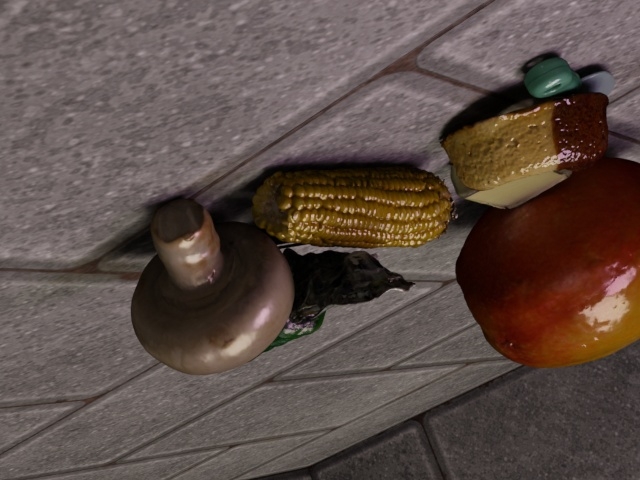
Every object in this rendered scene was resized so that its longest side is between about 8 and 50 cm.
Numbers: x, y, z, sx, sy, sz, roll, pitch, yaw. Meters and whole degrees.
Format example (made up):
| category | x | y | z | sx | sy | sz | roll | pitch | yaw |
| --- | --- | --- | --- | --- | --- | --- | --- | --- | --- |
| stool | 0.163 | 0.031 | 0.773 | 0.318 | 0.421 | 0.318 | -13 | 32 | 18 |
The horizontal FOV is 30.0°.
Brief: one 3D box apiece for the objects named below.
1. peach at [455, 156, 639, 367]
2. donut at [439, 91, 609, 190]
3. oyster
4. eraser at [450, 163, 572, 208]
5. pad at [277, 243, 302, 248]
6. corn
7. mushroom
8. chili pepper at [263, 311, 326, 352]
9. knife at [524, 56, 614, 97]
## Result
| category | x | y | z | sx | sy | sz | roll | pitch | yaw |
| --- | --- | --- | --- | --- | --- | --- | --- | --- | --- |
| peach | 0.390 | 0.032 | 1.815 | 0.373 | 0.289 | 0.372 | -25 | 164 | -7 |
| donut | 0.266 | -0.120 | 1.476 | 0.217 | 0.085 | 0.141 | -14 | 177 | -4 |
| oyster | 0.028 | 0.054 | 1.493 | 0.199 | 0.087 | 0.252 | -17 | -168 | 14 |
| eraser | 0.264 | -0.097 | 1.653 | 0.117 | 0.058 | 0.172 | -28 | 162 | 27 |
| pad | 0.000 | 0.000 | 1.620 | 0.246 | 0.006 | 0.170 | -9 | -179 | -36 |
| corn | 0.053 | -0.040 | 1.484 | 0.318 | 0.115 | 0.115 | -4 | 156 | -46 |
| mushroom | -0.136 | 0.062 | 1.418 | 0.206 | 0.206 | 0.209 | -24 | 163 | 9 |
| chili pepper | -0.075 | 0.124 | 1.862 | 0.136 | 0.099 | 0.270 | -2 | 161 | -27 |
| knife | 0.321 | -0.195 | 1.473 | 0.063 | 0.034 | 0.260 | -32 | 166 | 29 |
